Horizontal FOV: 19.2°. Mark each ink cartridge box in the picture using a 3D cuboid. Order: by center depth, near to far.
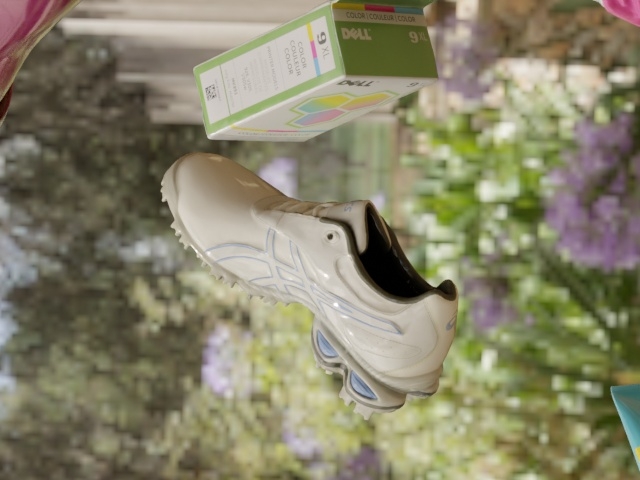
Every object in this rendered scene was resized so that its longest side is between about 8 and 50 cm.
[{"bbox_3d":[0.015,-0.134,1.428,0.109,0.209,0.062,-3,-104,-47],"label":"ink cartridge box"}]

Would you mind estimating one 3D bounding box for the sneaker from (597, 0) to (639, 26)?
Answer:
[{"bbox_3d":[0.204,-0.158,0.763,0.103,0.252,0.111,89,170,-53],"label":"sneaker"}]

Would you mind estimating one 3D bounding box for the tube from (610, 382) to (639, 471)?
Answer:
[{"bbox_3d":[0.277,0.200,1.402,0.052,0.080,0.207,130,132,-57],"label":"tube"}]

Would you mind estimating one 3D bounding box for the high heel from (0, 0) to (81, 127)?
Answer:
[{"bbox_3d":[-0.125,-0.113,0.849,0.377,0.181,0.127,118,141,-79],"label":"high heel"}]

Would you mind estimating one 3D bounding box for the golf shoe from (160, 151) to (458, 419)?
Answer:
[{"bbox_3d":[0.000,0.000,0.917,0.069,0.176,0.086,-30,-26,-47],"label":"golf shoe"}]
